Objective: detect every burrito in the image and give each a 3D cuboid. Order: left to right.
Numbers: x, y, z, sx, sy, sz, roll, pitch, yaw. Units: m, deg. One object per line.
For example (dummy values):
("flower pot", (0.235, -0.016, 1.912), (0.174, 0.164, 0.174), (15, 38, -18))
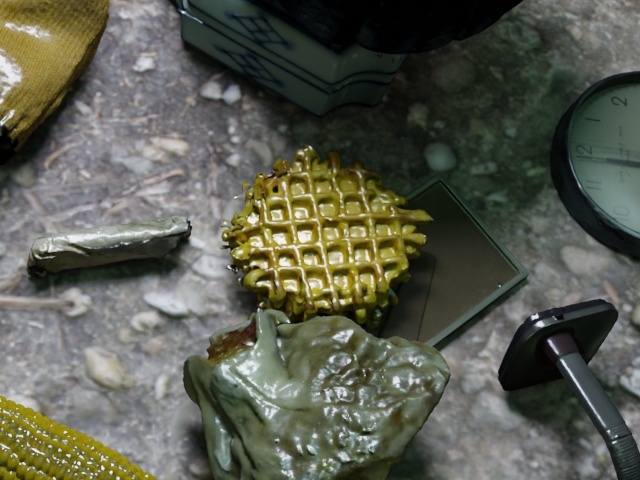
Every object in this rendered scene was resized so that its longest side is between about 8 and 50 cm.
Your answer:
("burrito", (-0.209, 0.004, 1.740), (0.171, 0.051, 0.042), (-7, 73, -15))

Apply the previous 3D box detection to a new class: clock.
("clock", (0.367, -0.086, 1.911), (0.226, 0.049, 0.226), (5, 63, -11))

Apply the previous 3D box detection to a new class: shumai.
("shumai", (-0.022, 0.153, 1.630), (0.218, 0.189, 0.256), (37, 62, 6))

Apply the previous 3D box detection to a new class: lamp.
("lamp", (0.317, 0.195, 1.726), (0.203, 0.124, 0.283), (-14, 70, -29))

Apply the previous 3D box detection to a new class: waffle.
("waffle", (0.000, 0.000, 1.760), (0.197, 0.070, 0.193), (26, 62, 3))

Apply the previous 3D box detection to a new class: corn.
("corn", (-0.240, 0.221, 1.600), (0.310, 0.101, 0.101), (23, 62, 1))

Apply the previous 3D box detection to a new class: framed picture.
("framed picture", (0.099, 0.034, 1.812), (0.203, 0.015, 0.150), (-35, 76, -25))

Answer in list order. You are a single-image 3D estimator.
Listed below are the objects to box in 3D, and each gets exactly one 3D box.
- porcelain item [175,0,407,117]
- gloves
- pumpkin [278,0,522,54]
("porcelain item", (-0.005, -0.301, 1.876), (0.281, 0.157, 0.286), (31, 63, 3))
("gloves", (-0.317, -0.248, 1.780), (0.203, 0.155, 0.356), (20, 77, 6))
("pumpkin", (0.073, -0.358, 1.683), (0.363, 0.266, 0.363), (5, 69, -13))
